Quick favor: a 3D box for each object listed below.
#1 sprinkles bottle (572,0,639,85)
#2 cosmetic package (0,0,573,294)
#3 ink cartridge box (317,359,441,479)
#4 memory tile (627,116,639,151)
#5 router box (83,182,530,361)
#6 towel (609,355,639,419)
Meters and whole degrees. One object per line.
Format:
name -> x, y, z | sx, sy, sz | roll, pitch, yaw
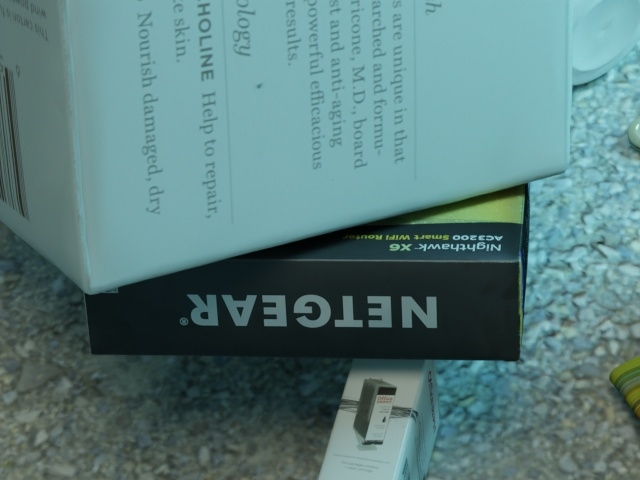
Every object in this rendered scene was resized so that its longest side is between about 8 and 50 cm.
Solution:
sprinkles bottle -> 0.136, -0.282, 1.621 | 0.121, 0.121, 0.355 | -31, 55, -16
cosmetic package -> -0.068, -0.200, 1.338 | 0.393, 0.327, 0.329 | -15, 25, -28
ink cartridge box -> 0.042, 0.153, 1.310 | 0.056, 0.099, 0.135 | 7, 53, 14
memory tile -> 0.335, -0.086, 1.515 | 0.148, 0.012, 0.113 | 31, 62, 26
router box -> 0.000, 0.000, 1.381 | 0.309, 0.081, 0.243 | 0, 23, 7
towel -> 0.304, 0.157, 1.309 | 0.102, 0.021, 0.237 | -21, 47, -10
